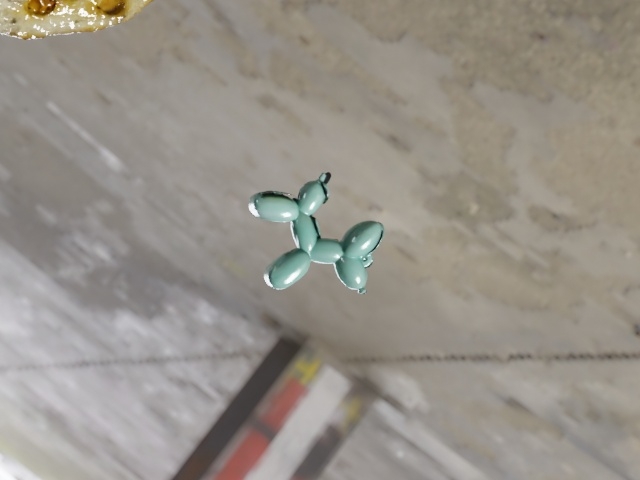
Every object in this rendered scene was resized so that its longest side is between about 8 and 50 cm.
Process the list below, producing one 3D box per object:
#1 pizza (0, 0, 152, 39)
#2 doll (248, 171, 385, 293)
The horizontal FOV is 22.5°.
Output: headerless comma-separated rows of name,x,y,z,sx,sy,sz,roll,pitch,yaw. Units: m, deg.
pizza,-0.213,-0.288,1.564,0.182,0.365,0.074,20,128,19
doll,0.000,0.000,1.964,0.059,0.158,0.159,171,80,-79
